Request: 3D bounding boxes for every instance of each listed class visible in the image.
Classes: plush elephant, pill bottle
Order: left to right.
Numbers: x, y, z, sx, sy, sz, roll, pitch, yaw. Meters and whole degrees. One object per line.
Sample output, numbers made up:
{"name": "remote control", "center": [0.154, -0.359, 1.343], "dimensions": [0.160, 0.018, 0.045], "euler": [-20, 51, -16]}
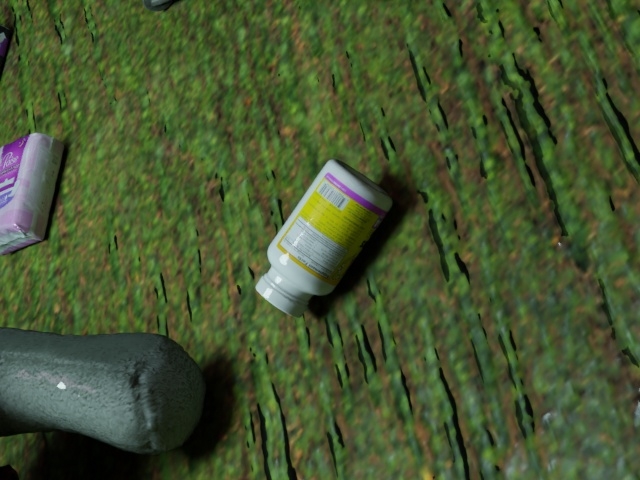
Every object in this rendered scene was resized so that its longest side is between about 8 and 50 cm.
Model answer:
{"name": "plush elephant", "center": [-0.262, 0.188, 0.958], "dimensions": [0.330, 0.255, 0.272], "euler": [12, 29, 21]}
{"name": "pill bottle", "center": [0.000, 0.000, 0.916], "dimensions": [0.083, 0.043, 0.043], "euler": [-55, 36, 8]}

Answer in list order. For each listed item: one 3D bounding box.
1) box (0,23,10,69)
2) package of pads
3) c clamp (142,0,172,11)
{"name": "box", "center": [-0.312, -0.093, 1.370], "dimensions": [0.116, 0.029, 0.162], "euler": [-19, 54, 43]}
{"name": "package of pads", "center": [-0.216, -0.034, 1.210], "dimensions": [0.050, 0.032, 0.083], "euler": [-17, 54, 40]}
{"name": "c clamp", "center": [-0.113, -0.219, 1.227], "dimensions": [0.137, 0.022, 0.160], "euler": [-44, 37, 14]}
